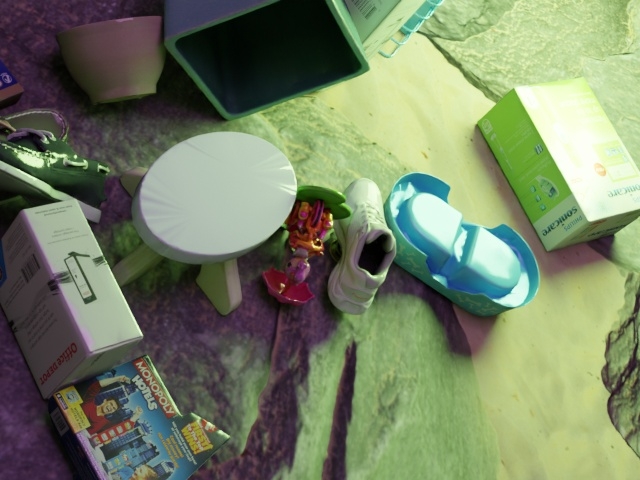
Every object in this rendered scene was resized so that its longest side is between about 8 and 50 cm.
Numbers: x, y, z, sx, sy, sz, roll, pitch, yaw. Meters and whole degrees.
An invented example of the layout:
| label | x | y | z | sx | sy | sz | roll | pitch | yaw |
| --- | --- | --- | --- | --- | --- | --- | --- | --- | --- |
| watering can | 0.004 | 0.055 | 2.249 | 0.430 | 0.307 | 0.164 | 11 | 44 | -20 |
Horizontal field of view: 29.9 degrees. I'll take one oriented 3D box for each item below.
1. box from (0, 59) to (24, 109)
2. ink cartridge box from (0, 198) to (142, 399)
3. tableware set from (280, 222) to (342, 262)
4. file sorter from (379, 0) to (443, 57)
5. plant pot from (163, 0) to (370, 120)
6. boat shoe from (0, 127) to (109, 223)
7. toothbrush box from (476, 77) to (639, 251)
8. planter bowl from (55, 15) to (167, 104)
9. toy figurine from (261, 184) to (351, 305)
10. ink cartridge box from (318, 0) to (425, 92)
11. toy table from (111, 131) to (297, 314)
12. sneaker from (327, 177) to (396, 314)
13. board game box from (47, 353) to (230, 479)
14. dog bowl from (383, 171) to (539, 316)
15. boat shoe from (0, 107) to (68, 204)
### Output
| label | x | y | z | sx | sy | sz | roll | pitch | yaw |
| --- | --- | --- | --- | --- | --- | --- | --- | --- | --- |
| box | -0.533 | -0.264 | 1.659 | 0.225 | 0.036 | 0.136 | 51 | 47 | 6 |
| ink cartridge box | -0.325 | 0.075 | 1.498 | 0.086 | 0.148 | 0.203 | -16 | 72 | -43 |
| tableware set | 0.000 | 0.000 | 1.853 | 0.154 | 0.024 | 0.104 | 50 | 47 | 3 |
| file sorter | 0.144 | -0.426 | 2.133 | 0.118 | 0.170 | 0.104 | 38 | 49 | -7 |
| plant pot | -0.096 | -0.378 | 1.824 | 0.247 | 0.247 | 0.252 | 50 | 25 | -60 |
| boat shoe | -0.361 | -0.097 | 1.519 | 0.114 | 0.302 | 0.091 | 12 | 82 | 13 |
| toothbrush box | 0.449 | -0.143 | 2.186 | 0.206 | 0.122 | 0.283 | -12 | 70 | -38 |
| planter bowl | -0.297 | -0.259 | 1.749 | 0.162 | 0.162 | 0.109 | -13 | 97 | -39 |
| toy figurine | -0.026 | 0.015 | 1.742 | 0.130 | 0.173 | 0.159 | 15 | 77 | -14 |
| ink cartridge box | 0.040 | -0.415 | 1.978 | 0.117 | 0.283 | 0.207 | -28 | 79 | -46 |
| toy table | -0.172 | -0.031 | 1.664 | 0.274 | 0.161 | 0.252 | -17 | 71 | -41 |
| sneaker | 0.077 | -0.006 | 1.813 | 0.090 | 0.115 | 0.232 | 18 | 55 | -23 |
| board game box | -0.222 | 0.252 | 1.511 | 0.194 | 0.060 | 0.194 | -21 | 75 | -42 |
| dog bowl | 0.219 | 0.015 | 1.958 | 0.297 | 0.074 | 0.166 | 33 | 48 | -11 |
| boat shoe | -0.439 | -0.103 | 1.577 | 0.109 | 0.091 | 0.305 | 49 | 47 | 3 |
